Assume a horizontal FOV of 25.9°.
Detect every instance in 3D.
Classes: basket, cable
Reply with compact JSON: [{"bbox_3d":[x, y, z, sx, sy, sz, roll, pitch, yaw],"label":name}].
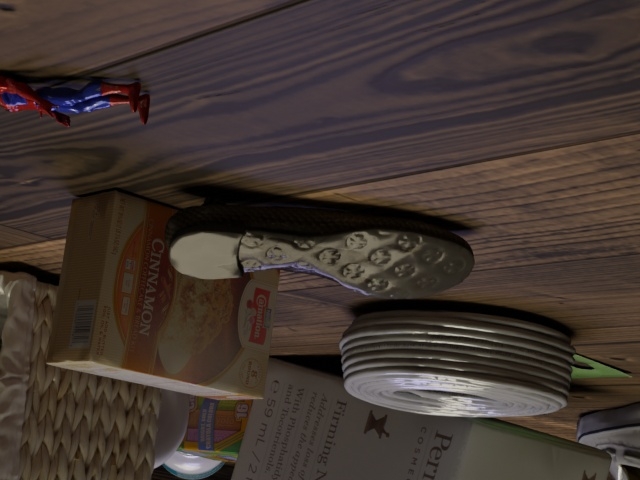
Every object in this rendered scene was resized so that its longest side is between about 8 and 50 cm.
[{"bbox_3d":[-0.380,0.220,1.631,0.328,0.331,0.266,-4,165,39],"label":"basket"},{"bbox_3d":[0.147,0.135,1.521,0.257,0.089,0.257,3,166,15],"label":"cable"}]

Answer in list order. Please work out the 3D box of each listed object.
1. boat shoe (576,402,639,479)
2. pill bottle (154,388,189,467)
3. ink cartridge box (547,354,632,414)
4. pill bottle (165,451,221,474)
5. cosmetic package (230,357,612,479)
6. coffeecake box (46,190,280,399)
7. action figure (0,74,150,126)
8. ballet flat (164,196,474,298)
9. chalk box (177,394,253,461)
[{"bbox_3d":[0.469,0.336,2.057,0.135,0.157,0.367,9,166,-9],"label":"boat shoe"},{"bbox_3d":[-0.356,0.233,1.915,0.334,0.188,0.188,-11,158,39],"label":"pill bottle"},{"bbox_3d":[0.241,0.176,1.732,0.235,0.056,0.171,-3,163,43],"label":"ink cartridge box"},{"bbox_3d":[-0.226,0.343,2.465,0.146,0.146,0.264,7,167,-2],"label":"pill bottle"},{"bbox_3d":[0.117,0.376,1.893,0.393,0.330,0.327,11,173,46],"label":"cosmetic package"},{"bbox_3d":[-0.128,0.052,1.189,0.185,0.142,0.068,18,163,-41],"label":"coffeecake box"},{"bbox_3d":[-0.168,-0.088,0.877,0.115,0.030,0.038,6,172,11],"label":"action figure"},{"bbox_3d":[0.000,0.000,1.118,0.249,0.058,0.084,3,132,-7],"label":"ballet flat"},{"bbox_3d":[-0.150,0.271,2.151,0.213,0.132,0.132,-3,163,35],"label":"chalk box"}]
